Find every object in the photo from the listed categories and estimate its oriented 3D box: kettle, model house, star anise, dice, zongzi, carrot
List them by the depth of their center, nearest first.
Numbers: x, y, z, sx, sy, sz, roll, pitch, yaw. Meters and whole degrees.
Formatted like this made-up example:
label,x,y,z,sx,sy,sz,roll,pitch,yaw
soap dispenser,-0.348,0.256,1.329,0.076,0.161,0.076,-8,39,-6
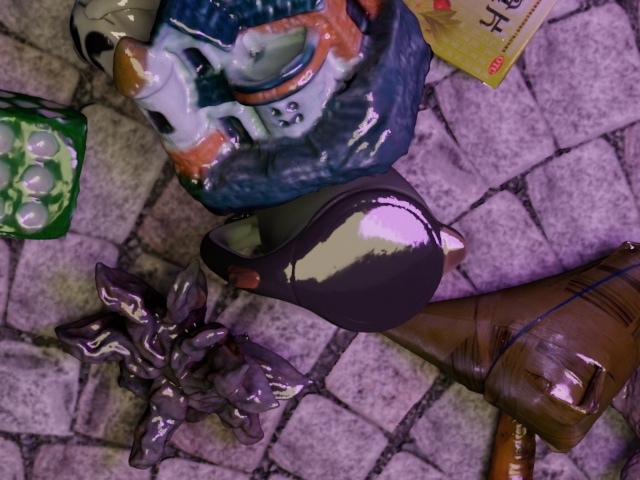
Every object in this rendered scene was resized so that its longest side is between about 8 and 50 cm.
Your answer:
label,x,y,z,sx,sy,sz,roll,pitch,yaw
model house,-0.073,-0.187,1.406,0.253,0.184,0.291,-9,139,29
dice,-0.303,-0.075,1.527,0.131,0.120,0.128,11,101,-13
kettle,0.000,0.000,1.541,0.240,0.255,0.165,-10,107,-9
star anise,-0.143,0.128,1.602,0.212,0.129,0.282,-19,117,27
zongzi,0.227,0.065,1.702,0.289,0.123,0.260,32,63,22
carrot,0.216,0.319,1.762,0.066,0.066,0.314,2,102,-12

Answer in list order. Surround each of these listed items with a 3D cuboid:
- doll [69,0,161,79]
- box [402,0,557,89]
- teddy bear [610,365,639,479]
label,x,y,z,sx,sy,sz,roll,pitch,yaw
doll,-0.181,-0.245,1.520,0.180,0.110,0.107,-58,144,4
box,0.176,-0.308,1.573,0.175,0.062,0.260,28,110,-17
teddy bear,0.445,0.223,1.743,0.236,0.151,0.267,-21,111,0
